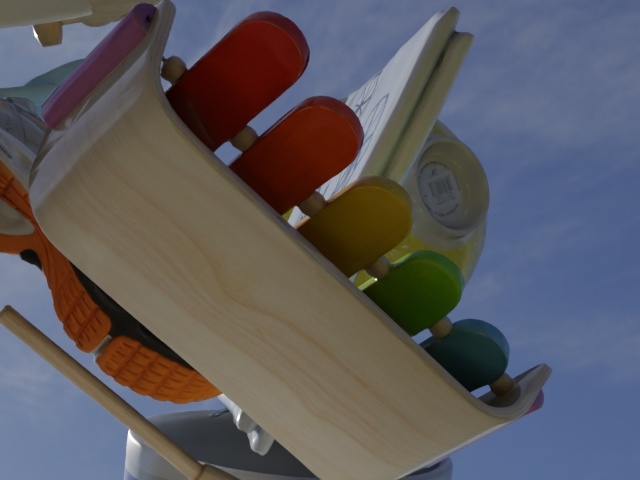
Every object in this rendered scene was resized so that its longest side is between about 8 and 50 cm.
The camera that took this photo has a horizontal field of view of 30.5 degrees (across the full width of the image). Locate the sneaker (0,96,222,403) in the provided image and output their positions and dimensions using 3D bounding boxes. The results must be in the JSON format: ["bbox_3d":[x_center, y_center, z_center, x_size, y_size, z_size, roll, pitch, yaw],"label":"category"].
[{"bbox_3d":[-0.143,-0.006,0.789,0.262,0.121,0.099,43,-58,-6],"label":"sneaker"}]

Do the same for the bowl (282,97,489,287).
[{"bbox_3d":[0.101,-0.044,1.353,0.289,0.289,0.156,26,-27,-31],"label":"bowl"}]

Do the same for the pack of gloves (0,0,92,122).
[{"bbox_3d":[-0.306,-0.157,1.021,0.232,0.195,0.046,-16,2,-7],"label":"pack of gloves"}]

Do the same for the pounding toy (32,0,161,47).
[{"bbox_3d":[-0.256,-0.356,1.465,0.269,0.155,0.154,-19,-77,12],"label":"pounding toy"}]

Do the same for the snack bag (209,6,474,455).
[{"bbox_3d":[0.000,0.000,0.922,0.037,0.323,0.342,27,-7,-7],"label":"snack bag"}]

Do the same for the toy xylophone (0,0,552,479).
[{"bbox_3d":[-0.041,0.033,0.651,0.236,0.081,0.323,-27,-68,33],"label":"toy xylophone"}]

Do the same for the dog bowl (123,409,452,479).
[{"bbox_3d":[-0.028,0.214,0.958,0.265,0.104,0.265,6,1,0],"label":"dog bowl"}]
